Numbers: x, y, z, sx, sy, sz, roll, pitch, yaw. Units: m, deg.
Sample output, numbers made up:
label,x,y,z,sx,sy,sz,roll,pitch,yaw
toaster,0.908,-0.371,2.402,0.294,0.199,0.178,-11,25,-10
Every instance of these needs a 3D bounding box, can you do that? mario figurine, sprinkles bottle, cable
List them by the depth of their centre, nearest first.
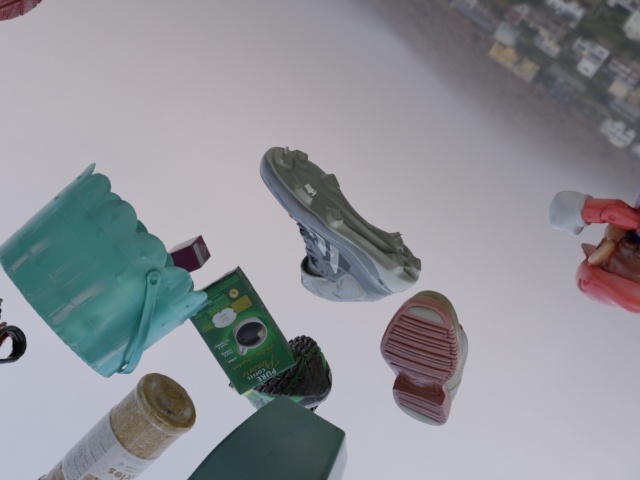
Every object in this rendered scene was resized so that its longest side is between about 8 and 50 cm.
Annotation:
label,x,y,z,sx,sy,sz,roll,pitch,yaw
mario figurine,0.427,-0.048,1.202,0.198,0.320,0.170,44,-139,21
cable,-0.538,0.181,1.434,0.139,0.072,0.287,57,-158,-26
sprinkles bottle,-0.365,0.374,1.605,0.121,0.355,0.121,38,-158,-19

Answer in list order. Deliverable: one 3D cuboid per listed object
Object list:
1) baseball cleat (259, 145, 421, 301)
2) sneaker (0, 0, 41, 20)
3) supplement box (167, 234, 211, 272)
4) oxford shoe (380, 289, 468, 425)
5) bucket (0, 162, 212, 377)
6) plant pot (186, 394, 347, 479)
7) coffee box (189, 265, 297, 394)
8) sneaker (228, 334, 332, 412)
label,x,y,z,sx,sy,sz,roll,pitch,yaw
baseball cleat,0.000,0.000,0.875,0.206,0.109,0.072,40,-144,-27
sneaker,-0.349,-0.342,1.060,0.128,0.087,0.221,34,-130,-2
supplement box,-0.218,0.026,1.545,0.083,0.055,0.043,-66,-47,-77
oxford shoe,0.198,0.186,1.703,0.140,0.397,0.146,21,-121,16
bucket,-0.304,0.047,1.325,0.281,0.183,0.281,48,172,9
plant pot,-0.069,0.338,1.238,0.165,0.165,0.234,28,-118,20
coffee box,-0.131,0.147,1.528,0.184,0.113,0.040,57,-172,-10
sneaker,-0.045,0.264,1.693,0.146,0.134,0.343,45,162,-7
